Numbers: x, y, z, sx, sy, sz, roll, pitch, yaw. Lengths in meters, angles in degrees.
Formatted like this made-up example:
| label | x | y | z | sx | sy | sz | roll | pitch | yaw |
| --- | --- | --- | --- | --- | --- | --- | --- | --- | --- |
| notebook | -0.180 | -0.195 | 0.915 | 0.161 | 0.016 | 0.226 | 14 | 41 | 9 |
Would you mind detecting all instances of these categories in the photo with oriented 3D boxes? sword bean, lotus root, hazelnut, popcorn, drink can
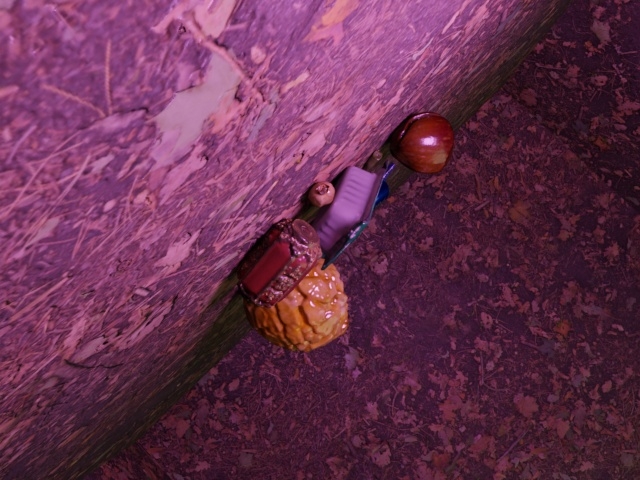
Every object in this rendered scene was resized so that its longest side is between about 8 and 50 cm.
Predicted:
| label | x | y | z | sx | sy | sz | roll | pitch | yaw |
| --- | --- | --- | --- | --- | --- | --- | --- | --- | --- |
| sword bean | 0.165 | -0.246 | 1.786 | 0.043 | 0.038 | 0.269 | -17 | 166 | -16 |
| lotus root | 0.003 | -0.126 | 1.346 | 0.073 | 0.062 | 0.150 | -21 | 173 | -5 |
| hazelnut | 0.341 | -0.318 | 1.677 | 0.218 | 0.218 | 0.234 | -44 | 175 | -9 |
| popcorn | -0.090 | 0.226 | 1.752 | 0.354 | 0.344 | 0.390 | -14 | 173 | -12 |
| drink can | 0.203 | -0.187 | 2.068 | 0.118 | 0.118 | 0.205 | -49 | 174 | 35 |

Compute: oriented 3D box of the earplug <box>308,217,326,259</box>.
| label | x | y | z | sx | sy | sz | roll | pitch | yaw |
| --- | --- | --- | --- | --- | --- | --- | --- | --- | --- |
| earplug | -0.005 | -0.006 | 1.917 | 0.280 | 0.164 | 0.257 | -121 | -139 | -84 |

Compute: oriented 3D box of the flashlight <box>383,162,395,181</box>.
| label | x | y | z | sx | sy | sz | roll | pitch | yaw |
| --- | --- | --- | --- | --- | --- | --- | --- | --- | --- |
| flashlight | 0.305 | -0.313 | 2.320 | 0.121 | 0.057 | 0.035 | -52 | -151 | 4 |

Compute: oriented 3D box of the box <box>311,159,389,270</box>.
| label | x | y | z | sx | sy | sz | roll | pitch | yaw |
| --- | --- | --- | --- | --- | --- | --- | --- | --- | --- |
| box | 0.066 | -0.096 | 1.474 | 0.264 | 0.106 | 0.336 | -48 | -166 | 42 |

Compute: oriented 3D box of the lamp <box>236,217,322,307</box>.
| label | x | y | z | sx | sy | sz | roll | pitch | yaw |
| --- | --- | --- | --- | --- | --- | --- | --- | --- | --- |
| lamp | -0.117 | 0.065 | 1.384 | 0.274 | 0.177 | 0.177 | -50 | 173 | 24 |
